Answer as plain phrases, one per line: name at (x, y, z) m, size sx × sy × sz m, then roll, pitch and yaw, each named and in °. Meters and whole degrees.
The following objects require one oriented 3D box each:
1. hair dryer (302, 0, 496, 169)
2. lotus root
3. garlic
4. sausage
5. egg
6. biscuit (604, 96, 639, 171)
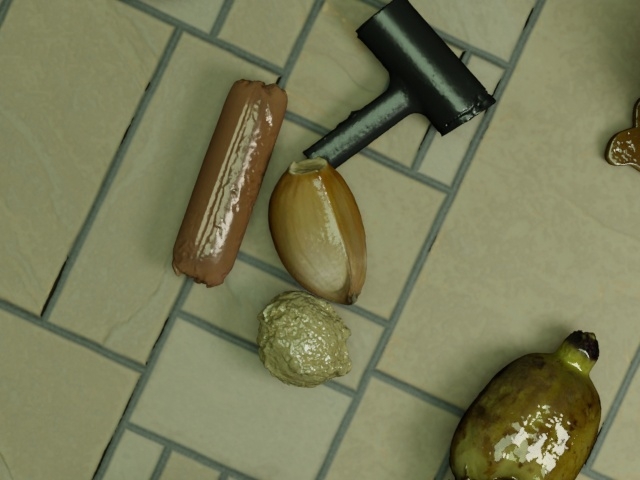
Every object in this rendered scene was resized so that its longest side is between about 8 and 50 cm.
hair dryer at (0.079, -0.182, 1.829) m, size 0.251 × 0.089 × 0.197 m, roll -40°, pitch 92°, yaw 5°
lotus root at (0.278, 0.255, 1.804) m, size 0.169 × 0.141 × 0.314 m, roll 39°, pitch 80°, yaw -4°
garlic at (0.009, -0.003, 1.807) m, size 0.128 × 0.115 × 0.207 m, roll -30°, pitch 76°, yaw 41°
sausage at (-0.122, -0.078, 1.816) m, size 0.086 × 0.086 × 0.289 m, roll 19°, pitch 91°, yaw -2°
egg at (-0.024, 0.133, 1.805) m, size 0.118 × 0.116 × 0.140 m, roll -27°, pitch 106°, yaw 19°
biscuit at (0.495, -0.102, 1.862) m, size 0.205 × 0.031 × 0.138 m, roll 34°, pitch 88°, yaw -1°
